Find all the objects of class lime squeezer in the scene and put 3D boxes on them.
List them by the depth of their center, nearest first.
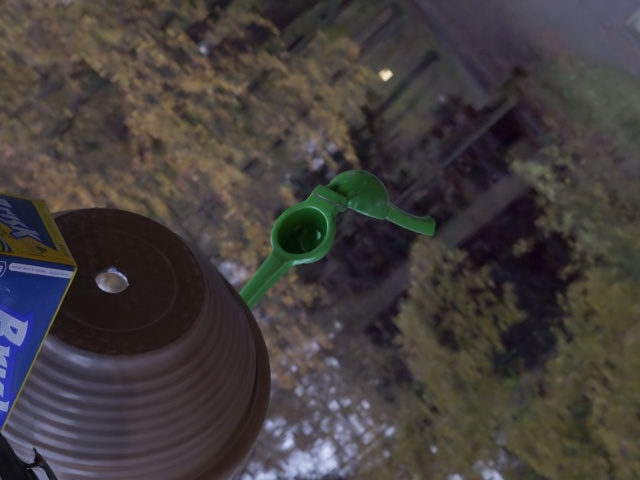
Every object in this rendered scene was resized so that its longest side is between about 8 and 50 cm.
[{"bbox_3d":[0.000,0.000,1.065,0.059,0.110,0.310,41,-134,20],"label":"lime squeezer"}]

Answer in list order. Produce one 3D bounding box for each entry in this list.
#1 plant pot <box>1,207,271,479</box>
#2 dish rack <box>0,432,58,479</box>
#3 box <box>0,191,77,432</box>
[{"bbox_3d":[-0.138,0.057,0.790,0.237,0.110,0.237,11,-134,-12],"label":"plant pot"},{"bbox_3d":[-0.125,0.188,0.403,0.271,0.074,0.208,-52,-53,-60],"label":"dish rack"},{"bbox_3d":[-0.176,0.059,0.594,0.054,0.169,0.059,10,-151,-36],"label":"box"}]
